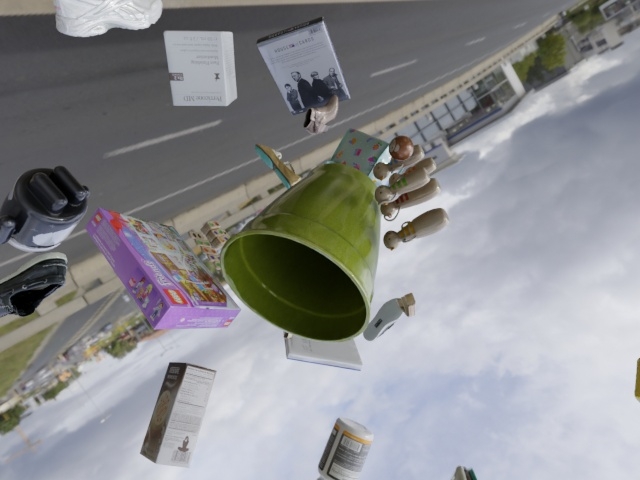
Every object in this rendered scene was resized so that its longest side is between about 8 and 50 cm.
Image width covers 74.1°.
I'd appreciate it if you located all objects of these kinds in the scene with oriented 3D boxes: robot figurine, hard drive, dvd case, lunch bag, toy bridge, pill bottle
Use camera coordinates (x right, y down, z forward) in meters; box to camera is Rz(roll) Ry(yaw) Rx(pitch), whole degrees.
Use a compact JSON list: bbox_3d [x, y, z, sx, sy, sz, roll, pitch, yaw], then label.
[{"bbox_3d":[-0.731,-0.078,1.123,0.278,0.174,0.209,-32,152,33],"label":"robot figurine"},{"bbox_3d":[0.005,0.451,1.802,0.210,0.318,0.040,-111,-143,-66],"label":"hard drive"},{"bbox_3d":[-0.038,-0.449,1.123,0.179,0.239,0.030,-11,-125,15],"label":"dvd case"},{"bbox_3d":[0.133,-0.235,1.498,0.262,0.160,0.223,-55,-134,4],"label":"lunch bag"},{"bbox_3d":[0.258,0.195,1.255,0.026,0.063,0.188,-19,167,-1],"label":"toy bridge"},{"bbox_3d":[0.084,0.847,1.636,0.279,0.162,0.162,-66,-167,-9],"label":"pill bottle"}]

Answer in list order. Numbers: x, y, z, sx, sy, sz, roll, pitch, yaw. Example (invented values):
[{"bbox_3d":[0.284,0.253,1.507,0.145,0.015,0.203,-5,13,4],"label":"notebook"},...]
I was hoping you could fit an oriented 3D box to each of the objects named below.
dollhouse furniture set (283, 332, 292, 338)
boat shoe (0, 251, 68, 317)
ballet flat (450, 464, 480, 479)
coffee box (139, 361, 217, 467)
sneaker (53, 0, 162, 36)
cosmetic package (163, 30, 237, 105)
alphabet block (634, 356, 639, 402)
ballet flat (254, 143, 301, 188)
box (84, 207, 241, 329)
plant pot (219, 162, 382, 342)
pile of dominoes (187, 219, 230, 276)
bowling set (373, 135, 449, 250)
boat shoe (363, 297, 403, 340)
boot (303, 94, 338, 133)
[{"bbox_3d":[-0.114,0.293,1.530,0.091,0.081,0.115,-5,-121,60],"label":"dollhouse furniture set"},{"bbox_3d":[-0.876,0.166,1.252,0.339,0.113,0.127,-31,162,7],"label":"boat shoe"},{"bbox_3d":[0.231,0.483,0.530,0.139,0.139,0.400,-32,-151,4],"label":"ballet flat"},{"bbox_3d":[-0.387,0.467,1.159,0.141,0.098,0.247,-18,-127,49],"label":"coffee box"},{"bbox_3d":[-0.424,-0.492,0.859,0.232,0.090,0.115,-40,151,-39],"label":"sneaker"},{"bbox_3d":[-0.322,-0.473,1.165,0.151,0.184,0.151,0,-155,0],"label":"cosmetic package"},{"bbox_3d":[0.922,0.370,1.022,0.192,0.197,0.193,-29,163,-49],"label":"alphabet block"},{"bbox_3d":[-0.165,-0.301,1.673,0.073,0.232,0.080,-38,175,-19],"label":"ballet flat"},{"bbox_3d":[-0.318,0.059,0.865,0.057,0.293,0.201,-51,153,9],"label":"box"},{"bbox_3d":[0.000,0.000,1.061,0.366,0.366,0.353,-27,-155,44],"label":"plant pot"},{"bbox_3d":[-0.294,0.042,1.379,0.040,0.251,0.196,-44,173,18],"label":"pile of dominoes"},{"bbox_3d":[0.174,-0.143,0.978,0.154,0.200,0.287,-25,-148,25],"label":"bowling set"},{"bbox_3d":[0.252,0.302,1.644,0.219,0.078,0.070,-48,155,18],"label":"boat shoe"},{"bbox_3d":[0.000,-0.345,1.150,0.042,0.119,0.086,28,-163,38],"label":"boot"}]
